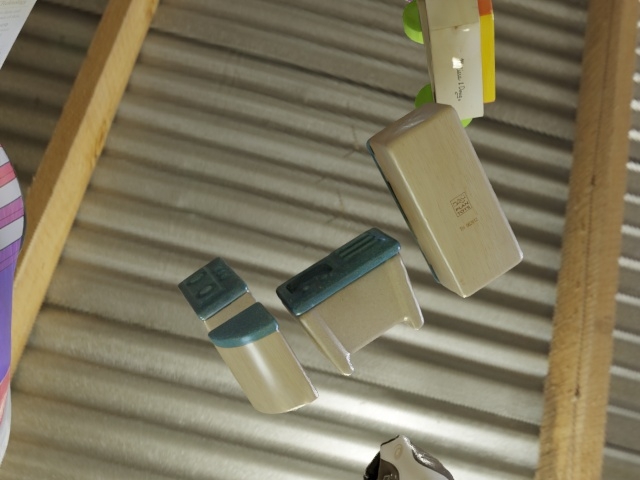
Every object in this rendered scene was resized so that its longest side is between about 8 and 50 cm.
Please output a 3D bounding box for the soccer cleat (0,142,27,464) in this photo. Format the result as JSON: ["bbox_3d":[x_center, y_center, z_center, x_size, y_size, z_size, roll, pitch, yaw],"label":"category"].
[{"bbox_3d":[-0.239,-0.001,0.541,0.108,0.116,0.318,-3,-130,-17],"label":"soccer cleat"}]

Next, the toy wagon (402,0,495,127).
[{"bbox_3d":[0.097,-0.275,0.782,0.068,0.267,0.344,-7,-123,7],"label":"toy wagon"}]

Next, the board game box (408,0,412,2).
[{"bbox_3d":[0.132,-0.420,0.961,0.144,0.275,0.142,15,-142,-40],"label":"board game box"}]

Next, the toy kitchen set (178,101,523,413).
[{"bbox_3d":[0.000,0.000,0.629,0.207,0.166,0.122,-32,-69,-10],"label":"toy kitchen set"}]

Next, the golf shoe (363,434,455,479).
[{"bbox_3d":[0.080,0.213,0.718,0.077,0.198,0.094,-26,-116,-14],"label":"golf shoe"}]

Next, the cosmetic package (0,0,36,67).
[{"bbox_3d":[-0.284,-0.247,0.713,0.117,0.231,0.085,44,-148,6],"label":"cosmetic package"}]
